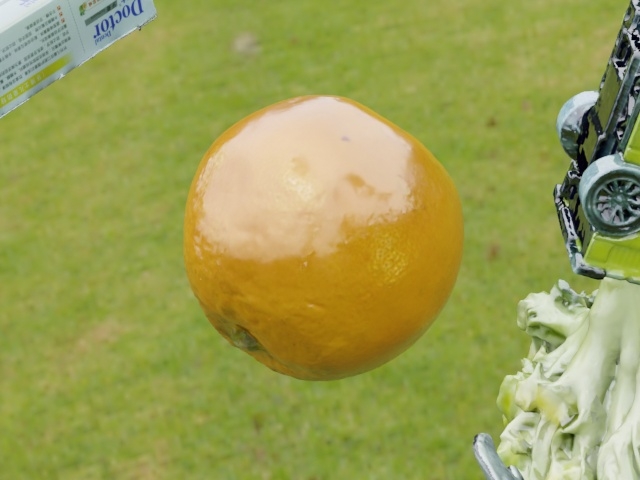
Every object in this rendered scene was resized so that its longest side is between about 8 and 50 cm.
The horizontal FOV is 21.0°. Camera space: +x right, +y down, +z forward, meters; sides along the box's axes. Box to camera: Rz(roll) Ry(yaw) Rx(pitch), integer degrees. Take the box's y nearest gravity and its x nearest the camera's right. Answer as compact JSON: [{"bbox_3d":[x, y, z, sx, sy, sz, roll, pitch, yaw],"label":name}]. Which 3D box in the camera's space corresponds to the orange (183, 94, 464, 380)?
[{"bbox_3d":[0.000,0.000,1.848,0.312,0.312,0.312,-9,28,5],"label":"orange"}]

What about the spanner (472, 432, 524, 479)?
[{"bbox_3d":[0.144,0.232,1.052,0.017,0.071,0.302,-32,39,13],"label":"spanner"}]

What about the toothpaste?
[{"bbox_3d":[-0.156,-0.105,0.920,0.034,0.046,0.164,15,41,38],"label":"toothpaste"}]

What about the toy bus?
[{"bbox_3d":[0.247,-0.103,1.067,0.150,0.262,0.128,14,27,-7],"label":"toy bus"}]

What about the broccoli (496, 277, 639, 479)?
[{"bbox_3d":[0.230,0.106,1.242,0.248,0.246,0.288,-25,22,-28],"label":"broccoli"}]
